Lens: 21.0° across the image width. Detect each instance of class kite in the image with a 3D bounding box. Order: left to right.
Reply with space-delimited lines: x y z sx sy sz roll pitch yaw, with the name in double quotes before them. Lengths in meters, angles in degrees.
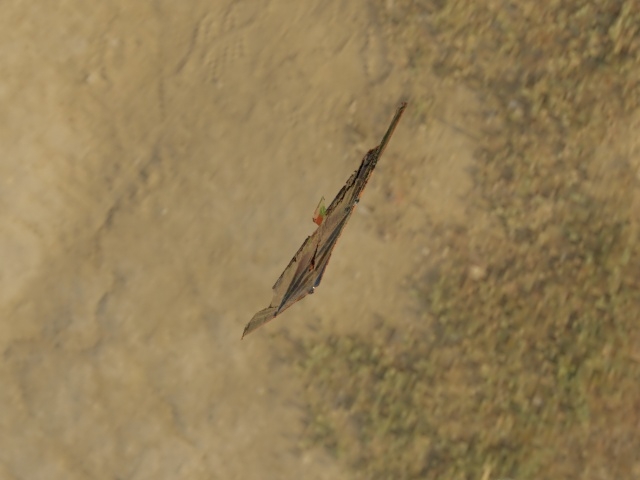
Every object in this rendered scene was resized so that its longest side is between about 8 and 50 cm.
"kite" 0.000 0.000 1.039 0.010 0.159 0.190 32 112 -11

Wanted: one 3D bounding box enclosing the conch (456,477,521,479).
"conch" 0.120 0.199 1.099 0.180 0.065 0.088 26 113 6
